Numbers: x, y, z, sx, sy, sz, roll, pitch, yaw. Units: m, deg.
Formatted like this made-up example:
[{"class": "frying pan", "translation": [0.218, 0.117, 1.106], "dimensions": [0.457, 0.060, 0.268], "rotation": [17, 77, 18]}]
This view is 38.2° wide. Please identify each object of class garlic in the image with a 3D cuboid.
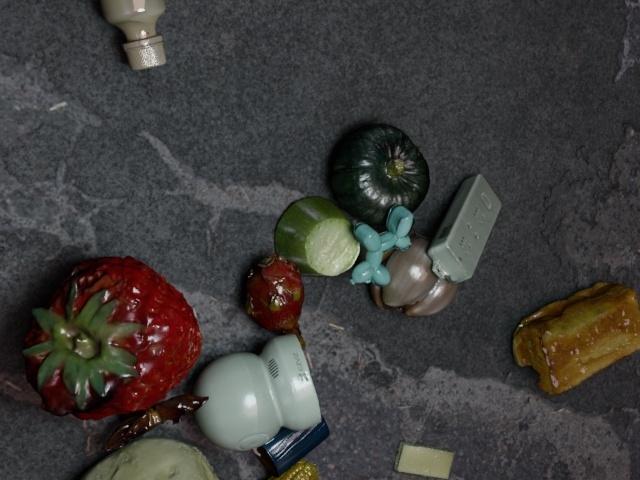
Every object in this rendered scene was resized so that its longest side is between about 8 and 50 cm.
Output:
[{"class": "garlic", "translation": [0.185, 0.059, 1.938], "dimensions": [0.214, 0.160, 0.191], "rotation": [44, 72, -29]}]

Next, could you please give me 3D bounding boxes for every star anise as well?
[{"class": "star anise", "translation": [-0.315, 0.327, 1.721], "dimensions": [0.212, 0.157, 0.054], "rotation": [-27, 95, -15]}]

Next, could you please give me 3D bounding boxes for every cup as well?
[{"class": "cup", "translation": [-0.071, 0.379, 1.875], "dimensions": [0.138, 0.113, 0.150], "rotation": [-34, 114, -22]}]

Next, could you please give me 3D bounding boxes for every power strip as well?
[{"class": "power strip", "translation": [0.311, -0.034, 1.962], "dimensions": [0.098, 0.058, 0.338], "rotation": [51, 40, -16]}]

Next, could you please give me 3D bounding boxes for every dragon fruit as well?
[{"class": "dragon fruit", "translation": [-0.076, 0.138, 1.840], "dimensions": [0.125, 0.125, 0.246], "rotation": [-19, 130, 3]}]

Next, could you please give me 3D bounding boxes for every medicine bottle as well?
[{"class": "medicine bottle", "translation": [-0.329, -0.425, 1.608], "dimensions": [0.114, 0.114, 0.252], "rotation": [-19, 106, -25]}]

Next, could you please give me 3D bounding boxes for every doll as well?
[{"class": "doll", "translation": [0.116, 0.022, 1.817], "dimensions": [0.159, 0.059, 0.159], "rotation": [-32, 135, -20]}]

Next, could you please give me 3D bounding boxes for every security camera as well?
[{"class": "security camera", "translation": [-0.131, 0.298, 1.772], "dimensions": [0.236, 0.194, 0.195], "rotation": [-18, 107, -9]}]

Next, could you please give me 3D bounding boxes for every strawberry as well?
[{"class": "strawberry", "translation": [-0.361, 0.171, 1.627], "dimensions": [0.291, 0.310, 0.292], "rotation": [0, 88, 0]}]

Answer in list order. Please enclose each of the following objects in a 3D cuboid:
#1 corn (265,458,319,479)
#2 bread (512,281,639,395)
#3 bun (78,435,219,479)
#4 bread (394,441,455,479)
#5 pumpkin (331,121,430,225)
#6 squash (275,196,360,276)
[{"class": "corn", "translation": [-0.123, 0.564, 1.877], "dimensions": [0.313, 0.102, 0.102], "rotation": [-49, 116, -11]}, {"class": "bread", "translation": [0.614, 0.227, 2.203], "dimensions": [0.343, 0.149, 0.195], "rotation": [-20, 96, -24]}, {"class": "bun", "translation": [-0.318, 0.548, 1.706], "dimensions": [0.326, 0.234, 0.362], "rotation": [18, 82, -24]}, {"class": "bread", "translation": [0.237, 0.502, 2.109], "dimensions": [0.153, 0.028, 0.068], "rotation": [15, 91, -29]}, {"class": "pumpkin", "translation": [0.124, -0.134, 1.877], "dimensions": [0.211, 0.152, 0.212], "rotation": [-3, 96, -32]}, {"class": "squash", "translation": [0.000, 0.000, 1.856], "dimensions": [0.170, 0.123, 0.170], "rotation": [-4, 101, -22]}]
